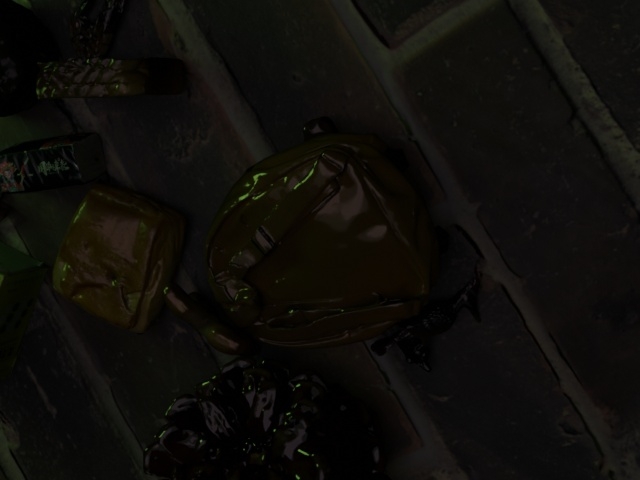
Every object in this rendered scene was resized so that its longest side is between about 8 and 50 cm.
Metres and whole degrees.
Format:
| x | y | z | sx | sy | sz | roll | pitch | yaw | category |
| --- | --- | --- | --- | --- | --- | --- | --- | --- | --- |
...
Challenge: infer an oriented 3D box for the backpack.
| x | y | z | sx | sy | sz | roll | pitch | yaw | category |
| --- | --- | --- | --- | --- | --- | --- | --- | --- | --- |
| -0.002 | 0.000 | 1.760 | 0.378 | 0.201 | 0.354 | -19 | 102 | 22 | backpack |

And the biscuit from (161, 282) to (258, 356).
| x | y | z | sx | sy | sz | roll | pitch | yaw | category |
| --- | --- | --- | --- | --- | --- | --- | --- | --- | --- |
| -0.180 | 0.138 | 1.836 | 0.164 | 0.208 | 0.047 | 37 | 87 | 8 | biscuit |

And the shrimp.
| x | y | z | sx | sy | sz | roll | pitch | yaw | category |
| --- | --- | --- | --- | --- | --- | --- | --- | --- | --- |
| -0.383 | -0.387 | 1.907 | 0.091 | 0.034 | 0.161 | 35 | 107 | 10 | shrimp |

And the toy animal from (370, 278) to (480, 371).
| x | y | z | sx | sy | sz | roll | pitch | yaw | category |
| --- | --- | --- | --- | --- | --- | --- | --- | --- | --- |
| 0.183 | 0.134 | 1.799 | 0.202 | 0.070 | 0.105 | -40 | 129 | 10 | toy animal |

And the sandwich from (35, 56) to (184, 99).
| x | y | z | sx | sy | sz | roll | pitch | yaw | category |
| --- | --- | --- | --- | --- | --- | --- | --- | --- | --- |
| -0.337 | -0.266 | 1.818 | 0.186 | 0.214 | 0.065 | 1 | 98 | 14 | sandwich |

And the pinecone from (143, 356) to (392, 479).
| x | y | z | sx | sy | sz | roll | pitch | yaw | category |
| --- | --- | --- | --- | --- | --- | --- | --- | --- | --- |
| -0.103 | 0.379 | 1.770 | 0.397 | 0.398 | 0.398 | 3 | 99 | 16 | pinecone |

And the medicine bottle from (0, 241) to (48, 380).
| x | y | z | sx | sy | sz | roll | pitch | yaw | category |
| --- | --- | --- | --- | --- | --- | --- | --- | --- | --- |
| -0.618 | 0.133 | 2.001 | 0.141 | 0.137 | 0.250 | 25 | 105 | 11 | medicine bottle |

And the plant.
| x | y | z | sx | sy | sz | roll | pitch | yaw | category |
| --- | --- | --- | --- | --- | --- | --- | --- | --- | --- |
| -0.596 | -0.304 | 1.840 | 0.215 | 0.312 | 0.213 | -28 | 86 | 22 | plant |

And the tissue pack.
| x | y | z | sx | sy | sz | roll | pitch | yaw | category |
| --- | --- | --- | --- | --- | --- | --- | --- | --- | --- |
| -0.474 | -0.134 | 1.938 | 0.170 | 0.103 | 0.090 | -9 | 103 | 18 | tissue pack |

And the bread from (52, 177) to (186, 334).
| x | y | z | sx | sy | sz | roll | pitch | yaw | category |
| --- | --- | --- | --- | --- | --- | --- | --- | --- | --- |
| -0.353 | 0.027 | 1.925 | 0.210 | 0.099 | 0.235 | 25 | 105 | 12 | bread |

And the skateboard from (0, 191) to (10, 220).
| x | y | z | sx | sy | sz | roll | pitch | yaw | category |
| --- | --- | --- | --- | --- | --- | --- | --- | --- | --- |
| -0.639 | -0.065 | 2.022 | 0.151 | 0.067 | 0.080 | 22 | 113 | 8 | skateboard |
